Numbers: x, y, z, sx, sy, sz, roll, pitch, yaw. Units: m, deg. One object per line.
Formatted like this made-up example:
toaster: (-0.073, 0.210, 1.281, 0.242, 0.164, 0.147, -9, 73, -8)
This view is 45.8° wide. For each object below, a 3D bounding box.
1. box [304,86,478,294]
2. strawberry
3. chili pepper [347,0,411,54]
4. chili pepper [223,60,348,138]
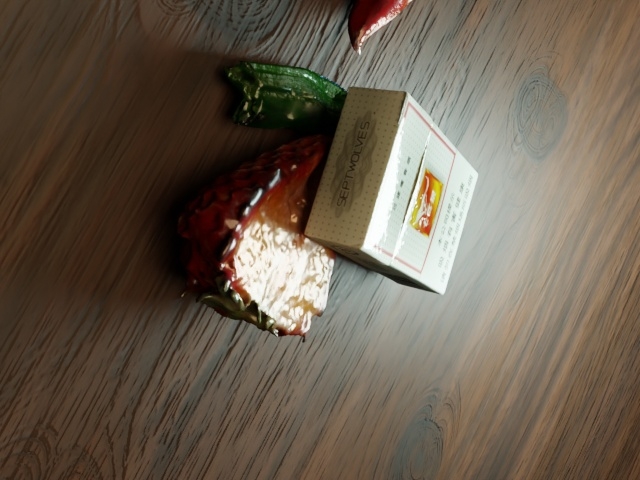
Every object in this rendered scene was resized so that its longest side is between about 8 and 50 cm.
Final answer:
box: (0.115, -0.057, 1.086, 0.330, 0.095, 0.210, 28, 78, -58)
strawberry: (-0.087, -0.023, 0.996, 0.253, 0.150, 0.280, 19, 84, -57)
chili pepper: (0.178, -0.402, 1.088, 0.368, 0.137, 0.092, -35, 144, 4)
chili pepper: (-0.037, -0.189, 1.038, 0.224, 0.061, 0.097, 7, 86, -34)
